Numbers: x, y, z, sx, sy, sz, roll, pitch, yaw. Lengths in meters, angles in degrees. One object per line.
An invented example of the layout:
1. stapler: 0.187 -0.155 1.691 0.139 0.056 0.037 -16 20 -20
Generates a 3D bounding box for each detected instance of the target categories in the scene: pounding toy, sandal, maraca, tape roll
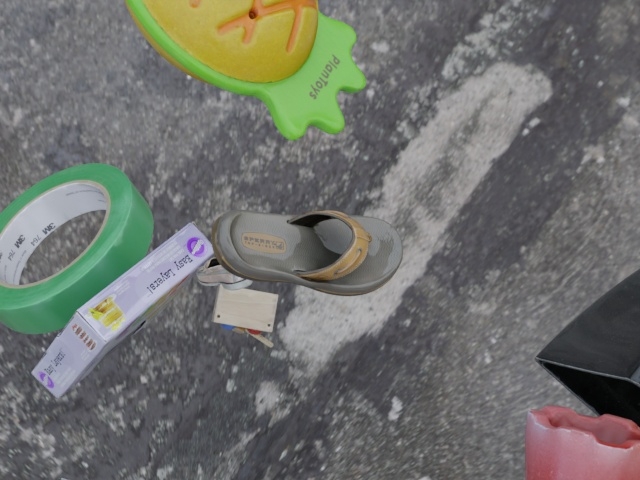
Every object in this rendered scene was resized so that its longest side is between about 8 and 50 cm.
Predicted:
1. pounding toy: -0.139 0.145 1.731 0.130 0.141 0.100 11 84 -7
2. sandal: 0.000 0.000 0.881 0.219 0.060 0.090 9 59 -34
3. maraca: -0.046 -0.143 0.571 0.185 0.099 0.127 39 58 -19
4. tape roll: -0.444 0.008 1.569 0.321 0.077 0.321 -16 44 16

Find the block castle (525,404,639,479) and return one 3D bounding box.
1. block castle: 0.366 0.189 0.545 0.453 0.303 0.213 8 92 -28

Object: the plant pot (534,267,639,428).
1. plant pot: 0.359 0.116 0.883 0.187 0.188 0.167 40 81 -10

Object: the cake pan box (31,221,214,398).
1. cake pan box: -0.303 0.110 1.392 0.070 0.267 0.245 49 48 1

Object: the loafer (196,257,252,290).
1. loafer: -0.128 0.037 1.192 0.045 0.125 0.039 -24 106 -29

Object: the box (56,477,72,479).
1. box: -0.400 0.466 1.387 0.077 0.147 0.180 21 63 -22
